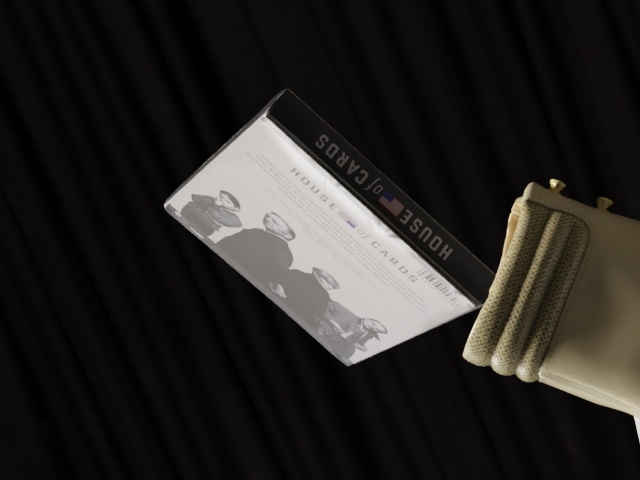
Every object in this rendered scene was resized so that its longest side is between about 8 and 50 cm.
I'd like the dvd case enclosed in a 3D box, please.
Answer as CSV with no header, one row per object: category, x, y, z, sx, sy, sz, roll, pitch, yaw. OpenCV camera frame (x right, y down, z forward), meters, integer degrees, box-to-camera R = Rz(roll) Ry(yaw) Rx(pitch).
dvd case,0.000,0.000,1.266,0.029,0.179,0.239,-51,7,-23

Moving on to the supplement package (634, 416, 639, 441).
supplement package,0.356,0.109,1.184,0.263,0.199,0.198,-33,50,-9

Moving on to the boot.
boot,0.204,0.010,1.061,0.203,0.095,0.262,22,48,12
